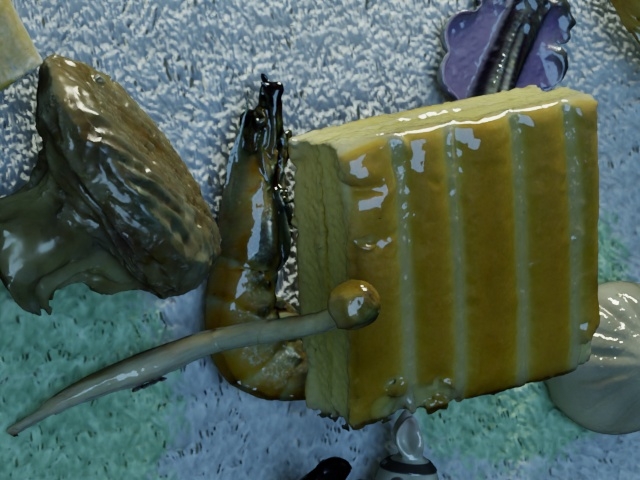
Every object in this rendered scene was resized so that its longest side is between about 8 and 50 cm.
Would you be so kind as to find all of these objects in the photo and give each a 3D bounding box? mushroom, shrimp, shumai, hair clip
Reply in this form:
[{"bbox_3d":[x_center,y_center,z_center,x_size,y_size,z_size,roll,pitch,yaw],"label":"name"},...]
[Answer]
[{"bbox_3d":[-0.095,0.088,1.380,0.306,0.068,0.043,-19,77,16],"label":"mushroom"},{"bbox_3d":[0.000,0.000,1.480,0.198,0.051,0.262,2,93,-31],"label":"shrimp"},{"bbox_3d":[-0.177,-0.026,1.359,0.153,0.161,0.209,-37,129,3],"label":"shumai"},{"bbox_3d":[0.159,-0.155,1.544,0.124,0.052,0.195,24,76,-28],"label":"hair clip"}]

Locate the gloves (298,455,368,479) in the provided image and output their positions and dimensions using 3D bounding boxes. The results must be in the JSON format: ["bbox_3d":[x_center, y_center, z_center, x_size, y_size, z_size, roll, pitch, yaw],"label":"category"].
[{"bbox_3d":[-0.018,0.307,1.435,0.142,0.119,0.286,11,100,-34],"label":"gloves"}]

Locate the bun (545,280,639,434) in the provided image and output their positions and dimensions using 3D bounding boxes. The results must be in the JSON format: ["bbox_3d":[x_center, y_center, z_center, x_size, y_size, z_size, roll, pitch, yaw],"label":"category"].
[{"bbox_3d":[0.266,0.103,1.569,0.138,0.094,0.138,0,91,-20],"label":"bun"}]

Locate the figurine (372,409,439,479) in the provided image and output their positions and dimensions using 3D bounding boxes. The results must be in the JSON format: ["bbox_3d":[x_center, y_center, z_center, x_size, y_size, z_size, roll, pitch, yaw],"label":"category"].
[{"bbox_3d":[0.062,0.223,1.485,0.098,0.081,0.146,-26,101,-21],"label":"figurine"}]

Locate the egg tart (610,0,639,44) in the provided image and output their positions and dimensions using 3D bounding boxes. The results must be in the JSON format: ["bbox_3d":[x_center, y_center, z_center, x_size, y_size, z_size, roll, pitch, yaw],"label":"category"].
[{"bbox_3d":[0.401,-0.272,1.567,0.341,0.129,0.341,2,107,6],"label":"egg tart"}]

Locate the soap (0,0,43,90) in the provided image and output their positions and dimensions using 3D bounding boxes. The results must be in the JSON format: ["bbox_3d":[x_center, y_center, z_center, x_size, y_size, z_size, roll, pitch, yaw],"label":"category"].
[{"bbox_3d":[-0.370,-0.185,1.268,0.259,0.143,0.281,-35,109,-17],"label":"soap"}]

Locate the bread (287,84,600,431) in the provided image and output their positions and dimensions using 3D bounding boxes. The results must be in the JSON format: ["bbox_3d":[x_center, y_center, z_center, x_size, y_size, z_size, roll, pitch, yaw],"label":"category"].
[{"bbox_3d":[0.098,0.015,1.445,0.239,0.111,0.246,-13,109,-24],"label":"bread"}]
